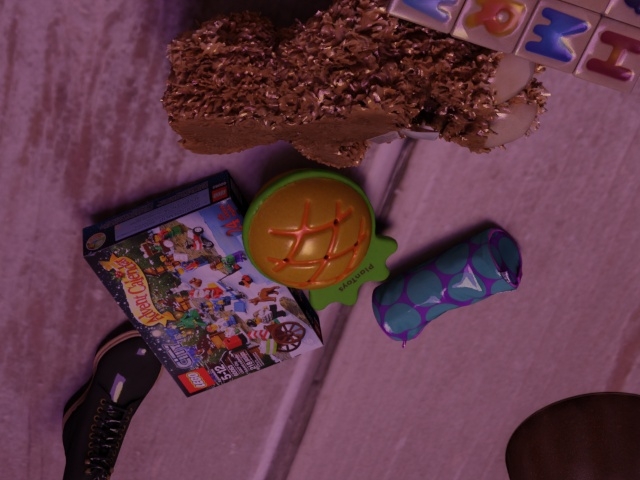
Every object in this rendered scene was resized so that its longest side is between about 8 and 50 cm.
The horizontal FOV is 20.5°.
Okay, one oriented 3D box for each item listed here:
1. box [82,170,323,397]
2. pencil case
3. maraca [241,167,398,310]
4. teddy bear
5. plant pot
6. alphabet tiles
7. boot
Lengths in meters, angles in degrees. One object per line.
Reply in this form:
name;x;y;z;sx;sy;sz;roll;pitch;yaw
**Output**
box;-0.115;0.049;1.782;0.159;0.044;0.233;-22;132;10
pencil case;0.128;0.047;1.780;0.152;0.064;0.070;-27;104;25
maraca;0.000;0.000;1.707;0.127;0.099;0.186;-37;132;9
teddy bear;0.035;-0.144;1.540;0.338;0.113;0.245;-5;161;22
plant pot;0.319;0.324;1.942;0.215;0.230;0.215;0;136;0
alphabet tiles;0.208;-0.267;1.375;0.343;0.011;0.285;15;116;-20
boot;-0.219;0.195;1.877;0.077;0.137;0.198;18;131;-17
